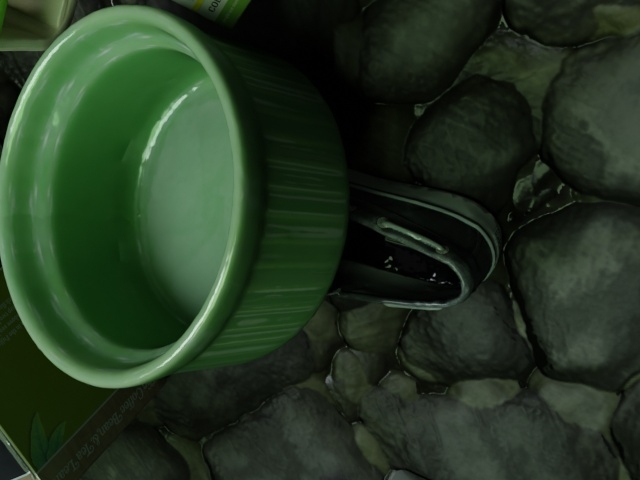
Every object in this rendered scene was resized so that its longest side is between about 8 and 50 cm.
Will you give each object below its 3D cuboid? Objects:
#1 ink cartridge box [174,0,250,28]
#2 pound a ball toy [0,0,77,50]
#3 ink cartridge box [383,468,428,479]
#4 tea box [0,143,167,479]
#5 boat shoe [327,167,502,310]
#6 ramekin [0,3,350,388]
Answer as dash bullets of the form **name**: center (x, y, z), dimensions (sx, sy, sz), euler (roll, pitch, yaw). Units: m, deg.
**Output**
- **ink cartridge box**: center (-0.133, -0.304, 1.074), dimensions (0.255, 0.097, 0.189), euler (25, 130, -15)
- **pound a ball toy**: center (-0.360, -0.239, 1.236), dimensions (0.319, 0.136, 0.208), euler (26, 111, 26)
- **ink cartridge box**: center (0.098, 0.338, 1.405), dimensions (0.140, 0.082, 0.190), euler (23, 128, 14)
- **tea box**: center (-0.399, 0.119, 1.444), dimensions (0.329, 0.220, 0.323), euler (-23, 105, 36)
- **boat shoe**: center (0.000, 0.000, 1.236), dimensions (0.301, 0.102, 0.108), euler (13, 124, 20)
- **ramekin**: center (-0.118, -0.032, 1.177), dimensions (0.303, 0.148, 0.303), euler (-3, 86, 42)
